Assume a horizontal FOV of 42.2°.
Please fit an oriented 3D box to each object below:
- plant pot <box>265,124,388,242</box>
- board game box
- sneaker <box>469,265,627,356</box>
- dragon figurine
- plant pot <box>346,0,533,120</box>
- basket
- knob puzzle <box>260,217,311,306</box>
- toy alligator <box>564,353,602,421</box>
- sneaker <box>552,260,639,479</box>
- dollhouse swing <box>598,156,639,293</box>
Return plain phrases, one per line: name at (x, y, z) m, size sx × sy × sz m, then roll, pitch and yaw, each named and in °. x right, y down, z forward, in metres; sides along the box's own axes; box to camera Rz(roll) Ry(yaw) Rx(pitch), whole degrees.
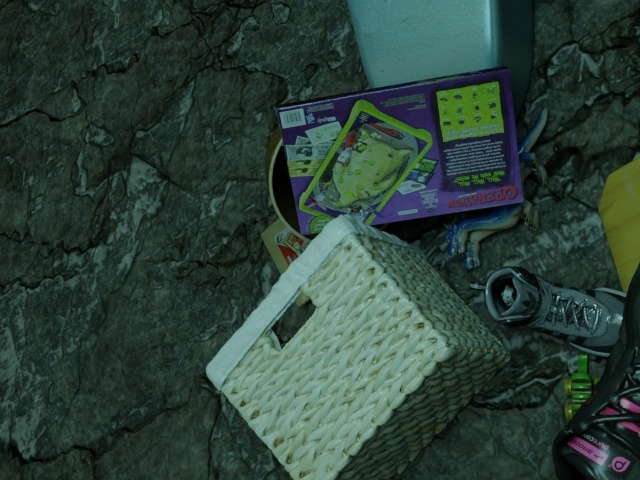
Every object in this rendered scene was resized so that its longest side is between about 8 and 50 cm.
plant pot at (-0.001, -0.140, 1.439) m, size 0.237 × 0.237 × 0.254 m, roll -57°, pitch 24°, yaw 7°
board game box at (0.122, -0.132, 1.257) m, size 0.347 × 0.056 × 0.208 m, roll -8°, pitch 106°, yaw 6°
sneaker at (0.348, 0.104, 1.218) m, size 0.268 × 0.153 × 0.101 m, roll 15°, pitch 92°, yaw 43°
dragon figurine at (0.289, -0.094, 1.356) m, size 0.144 × 0.085 × 0.289 m, roll 7°, pitch 84°, yaw 31°
plant pot at (0.214, -0.293, 1.364) m, size 0.248 × 0.247 × 0.252 m, roll -7°, pitch 92°, yaw 28°
basket at (0.069, 0.182, 1.280) m, size 0.328 × 0.331 × 0.266 m, roll -49°, pitch 62°, yaw 12°
knob puzzle at (0.000, 0.000, 1.533) m, size 0.213 × 0.030 × 0.213 m, roll -7°, pitch 75°, yaw 29°
toy alligator at (0.394, 0.263, 1.235) m, size 0.056 × 0.051 × 0.189 m, roll -6°, pitch 76°, yaw 29°
sneaker at (0.418, 0.243, 1.066) m, size 0.185 × 0.202 × 0.482 m, roll 20°, pitch 109°, yaw 42°
dollhouse swing at (0.629, -0.018, 1.160) m, size 0.315 × 0.305 × 0.347 m, roll -6°, pitch 71°, yaw -14°
